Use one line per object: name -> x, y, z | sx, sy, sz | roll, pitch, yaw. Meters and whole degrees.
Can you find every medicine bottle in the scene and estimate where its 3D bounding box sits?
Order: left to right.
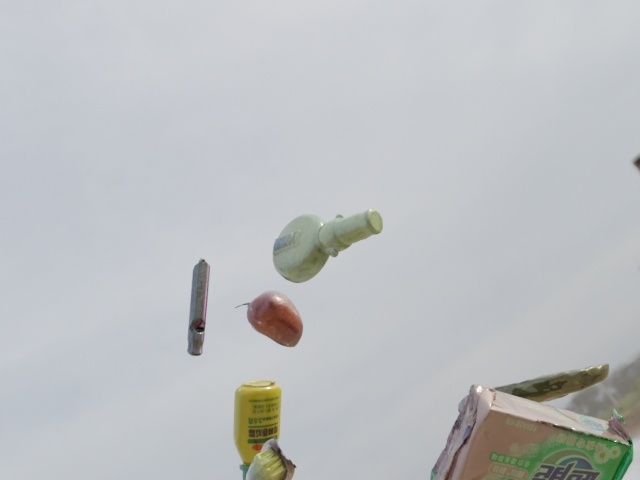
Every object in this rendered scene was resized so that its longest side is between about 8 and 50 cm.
medicine bottle -> -0.139, 0.459, 2.096 | 0.111, 0.309, 0.076 | -1, 5, -29

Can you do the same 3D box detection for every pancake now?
pancake -> 0.392, 0.276, 1.750 | 0.294, 0.049, 0.294 | -13, -15, -4

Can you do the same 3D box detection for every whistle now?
whistle -> -0.219, 0.119, 1.725 | 0.033, 0.033, 0.176 | -1, -84, -61
whistle -> 0.000, 0.000, 1.665 | 0.258, 0.126, 0.067 | -19, -39, 41

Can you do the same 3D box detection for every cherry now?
cherry -> -0.087, 0.143, 1.844 | 0.087, 0.126, 0.106 | -56, 19, 16

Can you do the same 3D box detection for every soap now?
soap -> 0.312, 0.330, 1.444 | 0.273, 0.098, 0.218 | 18, -73, -18

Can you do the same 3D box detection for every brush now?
brush -> -0.101, 0.406, 1.620 | 0.067, 0.072, 0.313 | -25, -19, -20
